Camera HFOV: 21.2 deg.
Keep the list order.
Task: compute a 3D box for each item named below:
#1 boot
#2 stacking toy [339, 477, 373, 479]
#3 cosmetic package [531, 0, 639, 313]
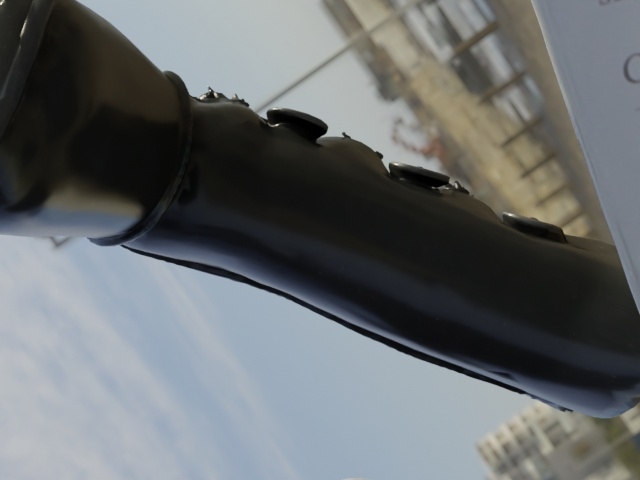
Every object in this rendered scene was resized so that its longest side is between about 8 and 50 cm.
[{"bbox_3d":[0.000,-0.001,0.986,0.445,0.146,0.367,26,-174,-10],"label":"boot"},{"bbox_3d":[0.147,0.379,1.037,0.480,0.350,0.350,19,174,16],"label":"stacking toy"},{"bbox_3d":[0.274,-0.173,0.774,0.327,0.329,0.394,-64,-43,-60],"label":"cosmetic package"}]
